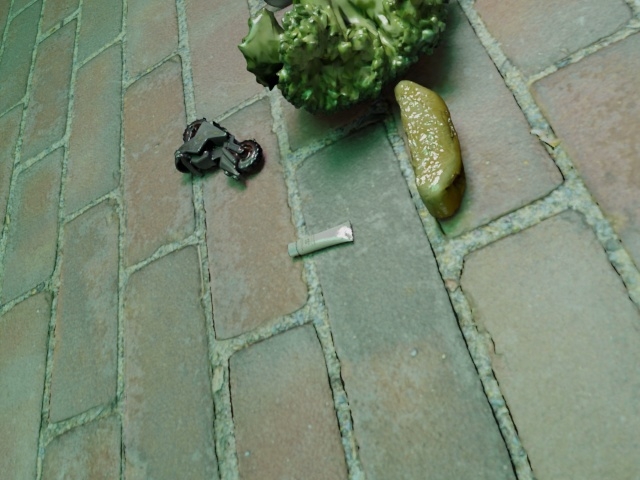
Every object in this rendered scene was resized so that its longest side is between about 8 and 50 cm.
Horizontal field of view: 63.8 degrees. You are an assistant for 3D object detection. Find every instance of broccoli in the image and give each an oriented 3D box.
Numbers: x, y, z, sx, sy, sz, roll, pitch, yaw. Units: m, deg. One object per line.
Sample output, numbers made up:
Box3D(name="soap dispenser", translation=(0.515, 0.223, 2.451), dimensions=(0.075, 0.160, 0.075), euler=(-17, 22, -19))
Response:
Box3D(name="broccoli", translation=(0.043, -0.357, 0.841), dimensions=(0.338, 0.318, 0.277), euler=(-62, 30, 25))

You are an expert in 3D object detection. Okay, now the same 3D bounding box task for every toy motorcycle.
Box3D(name="toy motorcycle", translation=(-0.214, -0.172, 1.016), dimensions=(0.215, 0.080, 0.122), euler=(27, 81, 33))

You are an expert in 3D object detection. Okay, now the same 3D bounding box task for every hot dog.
Box3D(name="hot dog", translation=(0.172, -0.148, 0.780), dimensions=(0.073, 0.084, 0.242), euler=(-17, 58, 18))

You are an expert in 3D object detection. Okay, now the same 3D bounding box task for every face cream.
Box3D(name="face cream", translation=(0.000, 0.000, 0.840), dimensions=(0.115, 0.020, 0.038), euler=(-17, 57, 18))

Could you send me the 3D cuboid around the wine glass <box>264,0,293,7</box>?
Box3D(name="wine glass", translation=(-0.101, -0.638, 1.182), dimensions=(0.093, 0.093, 0.202), euler=(-19, 60, 20))
